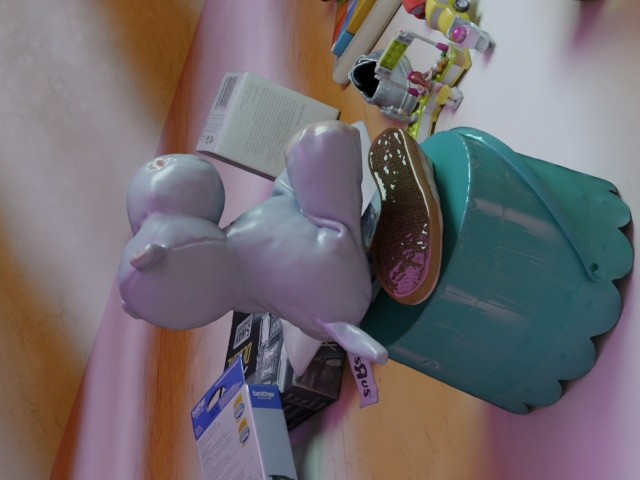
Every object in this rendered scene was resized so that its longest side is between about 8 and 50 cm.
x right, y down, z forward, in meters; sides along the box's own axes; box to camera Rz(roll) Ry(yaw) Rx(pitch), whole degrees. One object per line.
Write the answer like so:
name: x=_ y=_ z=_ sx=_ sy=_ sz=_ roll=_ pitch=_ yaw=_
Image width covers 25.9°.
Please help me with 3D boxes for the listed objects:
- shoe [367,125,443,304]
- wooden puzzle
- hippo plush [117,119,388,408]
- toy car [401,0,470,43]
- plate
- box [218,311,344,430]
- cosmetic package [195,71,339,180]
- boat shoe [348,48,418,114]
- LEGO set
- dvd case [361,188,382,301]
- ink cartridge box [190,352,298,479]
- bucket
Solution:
shoe: x=0.091 y=-0.022 z=1.335 sx=0.077 sy=0.058 sz=0.219 roll=-33 pitch=40 yaw=28
wooden puzzle: x=0.073 y=-0.415 z=2.391 sx=0.221 sy=0.044 sz=0.238 roll=-55 pitch=23 yaw=37
hippo plush: x=-0.076 y=0.030 z=1.348 sx=0.234 sy=0.237 sz=0.294 roll=97 pitch=169 yaw=-64
toy car: x=0.155 y=-0.406 z=1.986 sx=0.239 sy=0.053 sz=0.225 roll=-122 pitch=26 yaw=-67
plate: x=0.000 y=0.000 z=1.912 sx=0.278 sy=0.045 sz=0.277 roll=-59 pitch=23 yaw=26
box: x=-0.057 y=0.164 z=2.083 sx=0.307 sy=0.077 sz=0.242 roll=-41 pitch=34 yaw=55
cosmetic package: x=-0.092 y=-0.189 z=2.393 sx=0.151 sy=0.184 sz=0.151 roll=-69 pitch=18 yaw=-1
boat shoe: x=0.088 y=-0.251 z=2.113 sx=0.079 sy=0.081 sz=0.227 roll=-64 pitch=19 yaw=16
LEGO set: x=0.120 y=-0.183 z=1.907 sx=0.287 sy=0.107 sz=0.132 roll=-65 pitch=19 yaw=12
dvd case: x=0.059 y=0.000 z=1.447 sx=0.087 sy=0.013 sz=0.119 roll=-61 pitch=21 yaw=21
ink cartridge box: x=-0.099 y=0.333 z=1.920 sx=0.186 sy=0.065 sz=0.311 roll=-52 pitch=44 yaw=44
bucket: x=0.166 y=0.027 z=1.430 sx=0.281 sy=0.183 sz=0.281 roll=-52 pitch=25 yaw=38
